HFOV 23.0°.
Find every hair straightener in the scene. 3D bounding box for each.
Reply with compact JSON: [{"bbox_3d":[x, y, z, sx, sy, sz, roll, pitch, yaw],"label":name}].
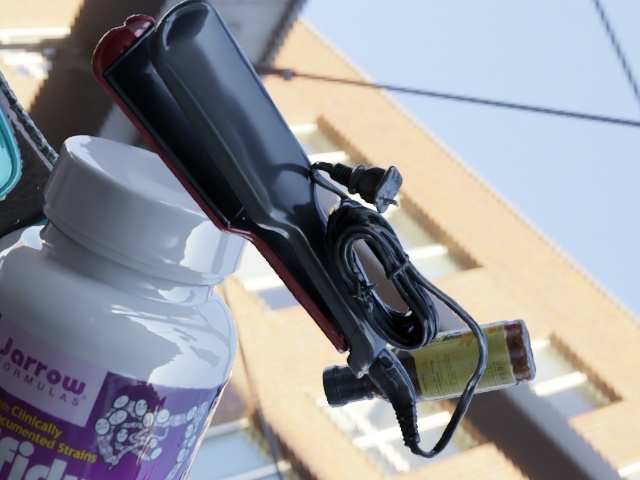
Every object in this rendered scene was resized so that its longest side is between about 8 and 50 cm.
[{"bbox_3d":[0.000,0.000,0.648,0.089,0.047,0.230,-10,-62,50],"label":"hair straightener"}]

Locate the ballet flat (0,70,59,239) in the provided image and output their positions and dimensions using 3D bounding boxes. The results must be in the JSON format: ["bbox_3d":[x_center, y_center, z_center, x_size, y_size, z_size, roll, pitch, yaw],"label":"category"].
[{"bbox_3d":[-0.267,-0.020,1.265,0.482,0.164,0.182,65,-14,-15],"label":"ballet flat"}]

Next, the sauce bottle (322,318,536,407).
[{"bbox_3d":[0.065,0.077,0.954,0.128,0.042,0.042,-11,-91,11],"label":"sauce bottle"}]

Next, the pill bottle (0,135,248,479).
[{"bbox_3d":[-0.152,0.096,0.973,0.169,0.169,0.301,32,-75,37],"label":"pill bottle"}]
